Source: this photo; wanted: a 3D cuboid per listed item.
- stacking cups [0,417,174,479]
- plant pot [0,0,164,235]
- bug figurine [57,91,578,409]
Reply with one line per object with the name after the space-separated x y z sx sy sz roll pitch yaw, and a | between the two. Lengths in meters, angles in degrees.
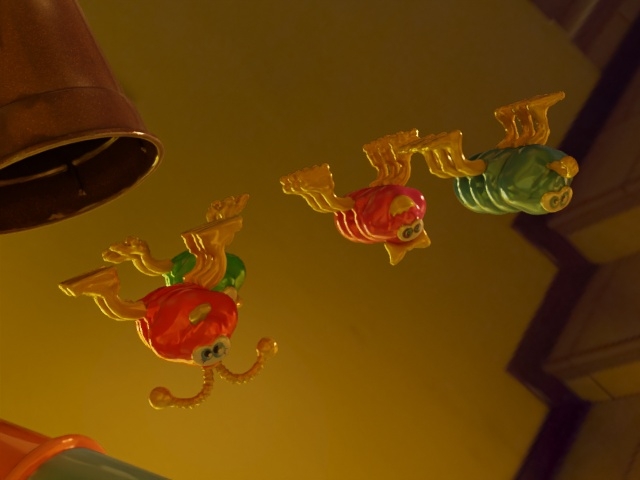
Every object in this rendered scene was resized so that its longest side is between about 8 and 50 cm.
-0.080 0.124 0.354 0.096 0.316 0.096 12 -90 -67 | stacking cups
-0.224 -0.112 0.727 0.166 0.165 0.167 -22 -10 -4 | plant pot
0.000 0.000 0.536 0.279 0.072 0.216 -23 9 -16 | bug figurine
